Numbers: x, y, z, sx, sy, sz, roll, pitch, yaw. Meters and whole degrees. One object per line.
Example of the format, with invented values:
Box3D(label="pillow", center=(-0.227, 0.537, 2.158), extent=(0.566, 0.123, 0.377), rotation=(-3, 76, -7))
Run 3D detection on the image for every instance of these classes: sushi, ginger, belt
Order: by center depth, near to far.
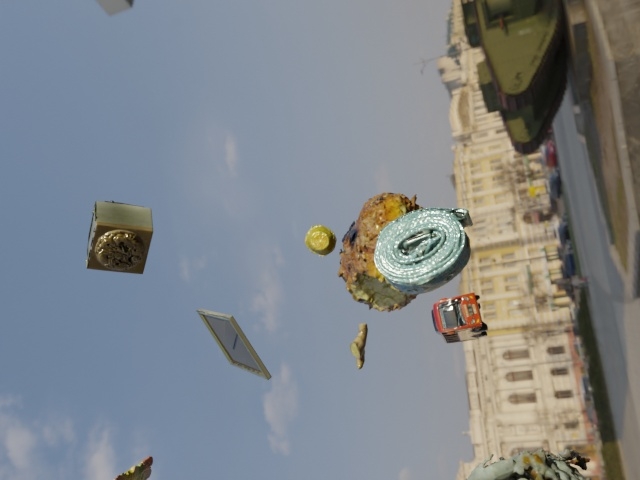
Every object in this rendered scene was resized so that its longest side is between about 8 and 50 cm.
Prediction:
Box3D(label="belt", center=(0.182, 0.020, 1.079), extent=(0.082, 0.163, 0.148), rotation=(41, -126, -60))
Box3D(label="sushi", center=(0.380, 0.562, 1.213), extent=(0.176, 0.417, 0.417), rotation=(57, -178, 41))
Box3D(label="ginger", center=(0.078, 0.219, 1.266), extent=(0.048, 0.030, 0.097), rotation=(14, -99, -67))

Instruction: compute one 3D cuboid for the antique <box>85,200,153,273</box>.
Box3D(label="antique", center=(-0.524, -0.004, 1.582), extent=(0.148, 0.152, 0.147), rotation=(-117, 41, -51))

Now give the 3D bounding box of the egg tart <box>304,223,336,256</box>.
Box3D(label="egg tart", center=(0.000, 0.000, 1.929), extent=(0.039, 0.105, 0.105), rotation=(-20, -82, -83))

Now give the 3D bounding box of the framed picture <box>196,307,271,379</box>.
Box3D(label="framed picture", center=(-0.222, 0.254, 1.518), extent=(0.016, 0.250, 0.184), rotation=(-36, -76, -25))

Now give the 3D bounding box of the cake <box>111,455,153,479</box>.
Box3D(label="cake", center=(-0.386, 0.524, 1.173), extent=(0.090, 0.225, 0.109), rotation=(42, -156, 16))

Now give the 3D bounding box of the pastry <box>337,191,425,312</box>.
Box3D(label="pastry", center=(0.211, 0.026, 1.918), extent=(0.405, 0.292, 0.337), rotation=(101, -173, -68))

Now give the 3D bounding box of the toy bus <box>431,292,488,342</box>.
Box3D(label="toy bus", center=(0.121, 0.070, 0.529), extent=(0.110, 0.043, 0.031), rotation=(45, -146, -69))
